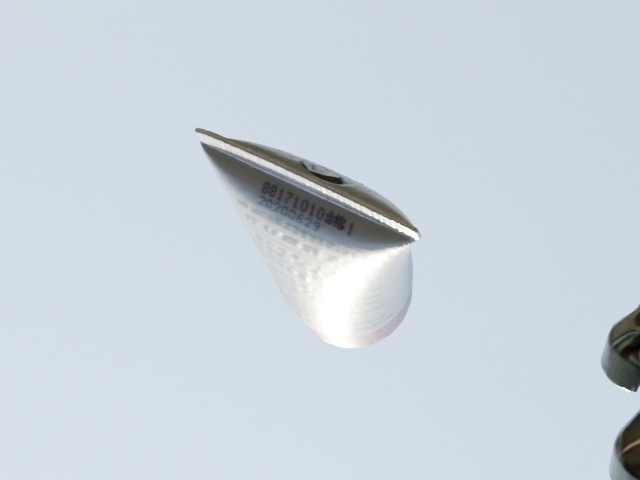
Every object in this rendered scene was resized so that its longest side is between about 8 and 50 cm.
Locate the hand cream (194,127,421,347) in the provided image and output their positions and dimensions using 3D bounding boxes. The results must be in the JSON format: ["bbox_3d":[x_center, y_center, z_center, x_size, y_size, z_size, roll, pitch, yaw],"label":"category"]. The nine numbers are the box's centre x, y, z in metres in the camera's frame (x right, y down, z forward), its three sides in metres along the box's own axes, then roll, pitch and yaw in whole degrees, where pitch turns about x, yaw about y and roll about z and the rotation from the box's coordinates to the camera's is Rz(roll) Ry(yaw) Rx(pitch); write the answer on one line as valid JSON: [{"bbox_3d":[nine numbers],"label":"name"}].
[{"bbox_3d":[0.000,0.000,1.144,0.140,0.314,0.089,25,-97,8],"label":"hand cream"}]

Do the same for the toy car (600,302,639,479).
[{"bbox_3d":[0.250,0.046,1.014,0.158,0.172,0.235,7,-145,0],"label":"toy car"}]
